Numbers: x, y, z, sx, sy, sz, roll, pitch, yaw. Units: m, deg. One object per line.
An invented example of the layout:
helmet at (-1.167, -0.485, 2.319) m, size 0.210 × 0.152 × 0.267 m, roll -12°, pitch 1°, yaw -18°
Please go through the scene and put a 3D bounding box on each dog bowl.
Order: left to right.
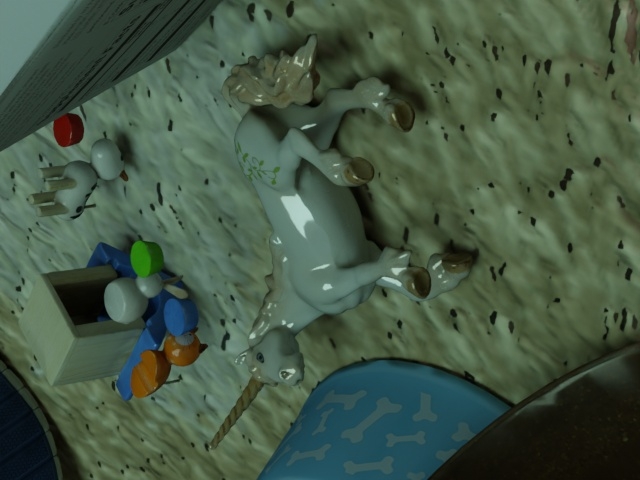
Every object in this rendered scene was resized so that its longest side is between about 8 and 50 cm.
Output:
dog bowl at (0.053, 0.197, 0.759) m, size 0.166 × 0.074 × 0.297 m, roll 4°, pitch 119°, yaw 41°

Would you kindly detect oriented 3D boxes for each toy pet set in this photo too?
toy pet set at (-0.077, 0.020, 0.759) m, size 0.122 × 0.065 × 0.114 m, roll 58°, pitch 136°, yaw 29°

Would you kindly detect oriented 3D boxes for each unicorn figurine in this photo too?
unicorn figurine at (0.000, 0.000, 0.689) m, size 0.111 × 0.060 × 0.162 m, roll -2°, pitch 101°, yaw 46°

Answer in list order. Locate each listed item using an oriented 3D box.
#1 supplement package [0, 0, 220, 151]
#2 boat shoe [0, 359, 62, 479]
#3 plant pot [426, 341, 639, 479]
supplement package at (-0.133, -0.187, 0.604) m, size 0.262 × 0.145 × 0.204 m, roll 52°, pitch 139°, yaw 1°
boat shoe at (-0.198, 0.086, 0.922) m, size 0.183 × 0.066 × 0.066 m, roll 61°, pitch 146°, yaw 1°
plant pot at (0.146, 0.184, 0.591) m, size 0.215 × 0.215 × 0.230 m, roll -20°, pitch 119°, yaw 47°
